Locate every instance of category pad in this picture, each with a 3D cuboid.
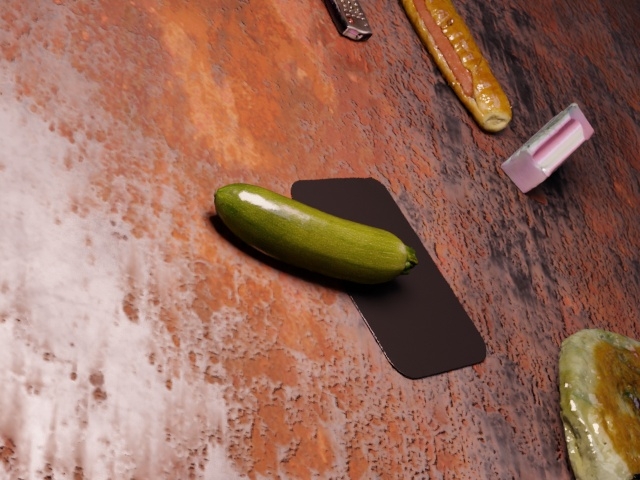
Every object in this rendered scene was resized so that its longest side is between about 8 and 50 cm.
[{"bbox_3d":[0.079,0.035,1.450,0.181,0.004,0.267,-7,59,-49],"label":"pad"}]

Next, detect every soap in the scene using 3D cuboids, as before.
[{"bbox_3d":[0.321,-0.130,1.785,0.149,0.100,0.056,-40,92,-30],"label":"soap"}]

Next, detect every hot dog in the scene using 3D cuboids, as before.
[{"bbox_3d":[0.195,-0.277,1.847,0.088,0.061,0.286,5,51,-58],"label":"hot dog"}]

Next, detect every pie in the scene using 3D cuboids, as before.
[{"bbox_3d":[0.380,0.231,1.506,0.302,0.067,0.302,28,38,-25],"label":"pie"}]

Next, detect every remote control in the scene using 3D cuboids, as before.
[{"bbox_3d":[0.013,-0.362,1.769,0.059,0.028,0.212,8,49,-46],"label":"remote control"}]

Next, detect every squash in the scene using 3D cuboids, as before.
[{"bbox_3d":[0.000,0.000,1.347,0.258,0.069,0.069,19,42,-29],"label":"squash"}]
